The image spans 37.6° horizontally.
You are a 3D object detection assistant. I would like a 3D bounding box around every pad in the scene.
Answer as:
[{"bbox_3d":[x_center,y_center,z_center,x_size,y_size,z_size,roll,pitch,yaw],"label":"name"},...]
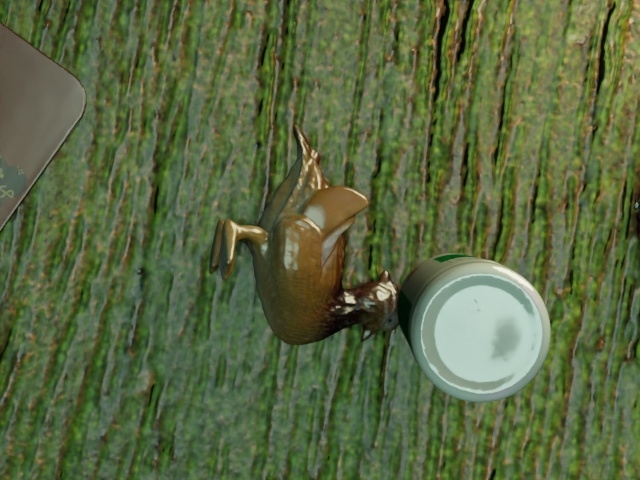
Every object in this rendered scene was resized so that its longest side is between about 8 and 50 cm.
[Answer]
[{"bbox_3d":[-0.353,-0.079,0.871,0.181,0.004,0.267,36,93,2],"label":"pad"}]

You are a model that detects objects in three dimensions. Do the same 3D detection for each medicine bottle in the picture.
[{"bbox_3d":[0.106,0.057,0.722,0.095,0.260,0.095,0,92,1],"label":"medicine bottle"}]

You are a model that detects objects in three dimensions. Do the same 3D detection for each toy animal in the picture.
[{"bbox_3d":[0.000,0.000,0.821,0.179,0.089,0.188,11,91,-14],"label":"toy animal"}]

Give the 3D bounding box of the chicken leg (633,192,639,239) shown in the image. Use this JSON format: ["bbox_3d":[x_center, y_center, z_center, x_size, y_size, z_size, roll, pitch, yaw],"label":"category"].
[{"bbox_3d":[0.389,-0.087,0.802,0.177,0.083,0.322,21,94,-6],"label":"chicken leg"}]
